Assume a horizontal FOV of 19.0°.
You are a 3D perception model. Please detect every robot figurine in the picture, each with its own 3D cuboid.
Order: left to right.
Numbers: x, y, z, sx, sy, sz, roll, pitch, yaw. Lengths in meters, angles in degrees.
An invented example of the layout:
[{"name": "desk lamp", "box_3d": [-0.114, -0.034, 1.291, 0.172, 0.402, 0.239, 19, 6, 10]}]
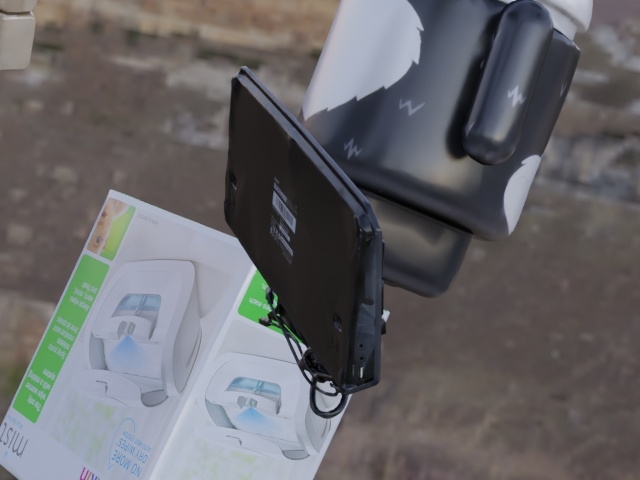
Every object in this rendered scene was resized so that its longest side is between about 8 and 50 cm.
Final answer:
[{"name": "robot figurine", "box_3d": [0.079, -0.106, 1.328, 0.209, 0.278, 0.173, 21, -1, 29]}]

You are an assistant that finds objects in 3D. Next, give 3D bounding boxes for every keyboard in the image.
[{"name": "keyboard", "box_3d": [0.000, 0.000, 0.782, 0.038, 0.100, 0.192, -1, 22, -17]}]

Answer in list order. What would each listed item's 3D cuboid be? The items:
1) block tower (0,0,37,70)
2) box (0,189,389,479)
[{"name": "block tower", "box_3d": [-0.291, -0.125, 0.795, 0.335, 0.091, 0.097, -5, 41, -25]}, {"name": "box", "box_3d": [-0.102, 0.108, 1.388, 0.126, 0.231, 0.262, 27, -3, -30]}]
